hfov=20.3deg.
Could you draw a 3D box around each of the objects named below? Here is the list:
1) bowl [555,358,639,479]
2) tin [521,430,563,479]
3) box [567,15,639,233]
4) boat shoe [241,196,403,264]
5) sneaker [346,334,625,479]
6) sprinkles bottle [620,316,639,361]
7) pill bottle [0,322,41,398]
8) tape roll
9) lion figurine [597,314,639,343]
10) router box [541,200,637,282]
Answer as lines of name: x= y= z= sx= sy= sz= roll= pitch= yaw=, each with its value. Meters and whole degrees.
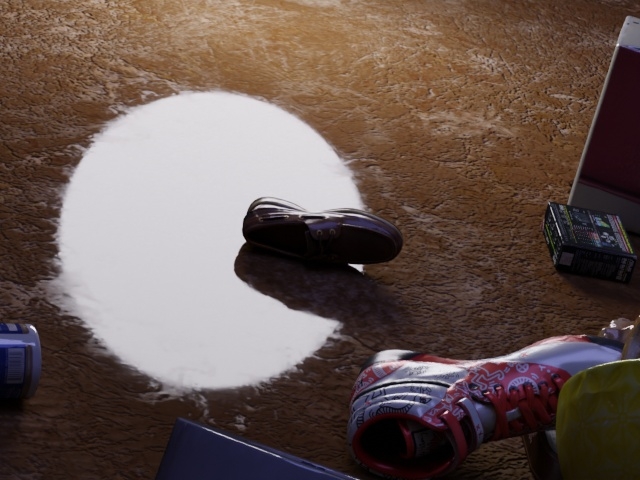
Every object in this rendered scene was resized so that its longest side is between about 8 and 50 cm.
bowl: x=0.323 y=0.225 z=1.469 sx=0.289 sy=0.289 sz=0.156 roll=15 pitch=66 yaw=4
tin: x=0.247 y=0.187 z=1.699 sx=0.106 sy=0.040 sz=0.190 roll=14 pitch=24 yaw=-9
box: x=0.406 y=-0.143 z=2.246 sx=0.126 sy=0.232 sz=0.148 roll=17 pitch=25 yaw=8
boat shoe: x=0.000 y=0.000 z=1.949 sx=0.178 sy=0.064 sz=0.060 roll=10 pitch=29 yaw=8
sneaker: x=0.156 y=0.157 z=1.601 sx=0.270 sy=0.090 sz=0.145 roll=-2 pitch=23 yaw=12
sprinkles bottle: x=0.438 y=0.164 z=1.609 sx=0.355 sy=0.121 sz=0.121 roll=26 pitch=19 yaw=-23
pill bottle: x=-0.308 y=0.105 z=1.554 sx=0.120 sy=0.067 sz=0.067 roll=2 pitch=27 yaw=-24
tape roll: x=-0.014 y=0.198 z=1.312 sx=0.219 sy=0.072 sz=0.219 roll=19 pitch=-5 yaw=2
lion figurine: x=0.399 y=0.120 z=1.821 sx=0.240 sy=0.142 sz=0.392 roll=10 pitch=4 yaw=9
router box: x=0.318 y=0.001 z=2.128 sx=0.092 sy=0.038 sz=0.122 roll=10 pitch=25 yaw=-6
